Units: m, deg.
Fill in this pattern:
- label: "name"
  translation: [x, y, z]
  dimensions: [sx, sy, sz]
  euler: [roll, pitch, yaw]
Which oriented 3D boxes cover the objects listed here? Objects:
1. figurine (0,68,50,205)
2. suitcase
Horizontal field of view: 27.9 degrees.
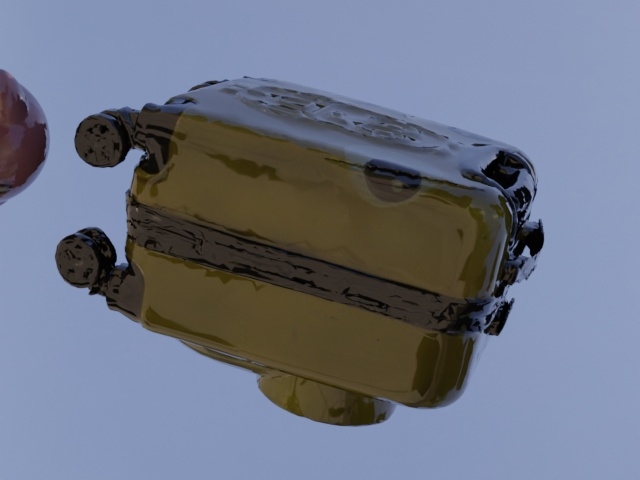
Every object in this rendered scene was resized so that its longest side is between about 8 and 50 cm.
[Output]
- label: "figurine"
  translation: [-0.171, -0.054, 0.646]
  dimensions: [0.083, 0.071, 0.067]
  euler: [-46, -148, 37]
- label: "suitcase"
  translation: [0.000, 0.000, 0.711]
  dimensions: [0.235, 0.194, 0.143]
  euler: [17, -74, 12]
